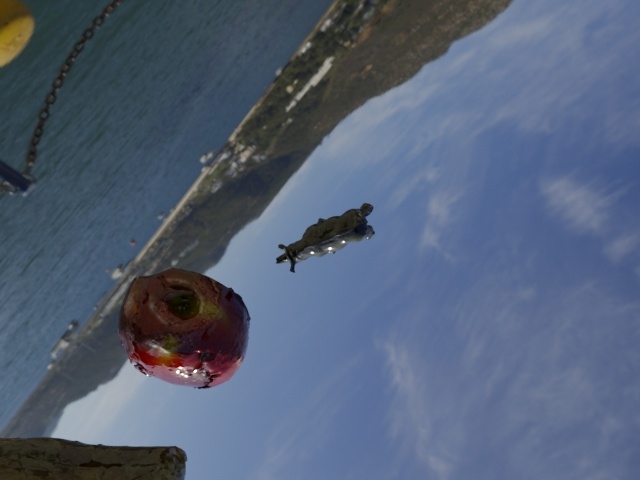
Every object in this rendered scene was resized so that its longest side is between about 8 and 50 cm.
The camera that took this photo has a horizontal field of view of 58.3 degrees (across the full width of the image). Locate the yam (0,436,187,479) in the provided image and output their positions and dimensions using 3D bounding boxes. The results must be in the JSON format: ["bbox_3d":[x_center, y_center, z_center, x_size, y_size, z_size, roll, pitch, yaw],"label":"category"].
[{"bbox_3d":[-0.287,0.242,0.596,0.067,0.318,0.071,29,60,-77],"label":"yam"}]

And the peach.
[{"bbox_3d":[-0.142,0.107,0.610,0.172,0.127,0.092,86,13,-49],"label":"peach"}]

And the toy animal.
[{"bbox_3d":[0.000,0.000,0.673,0.136,0.047,0.065,-21,-175,25],"label":"toy animal"}]
